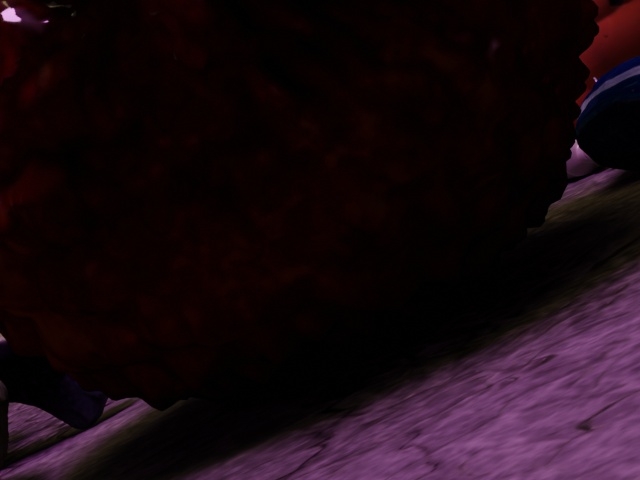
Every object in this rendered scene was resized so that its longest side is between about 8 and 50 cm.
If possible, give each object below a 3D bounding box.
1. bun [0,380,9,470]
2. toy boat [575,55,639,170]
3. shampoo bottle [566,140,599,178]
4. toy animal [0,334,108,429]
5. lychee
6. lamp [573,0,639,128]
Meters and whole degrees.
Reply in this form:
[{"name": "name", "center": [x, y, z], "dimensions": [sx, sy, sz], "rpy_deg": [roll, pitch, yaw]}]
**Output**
[{"name": "bun", "center": [-0.284, 0.139, 1.145], "dimensions": [0.221, 0.108, 0.221], "rpy_deg": [-6, 5, 1]}, {"name": "toy boat", "center": [0.300, -0.143, 1.258], "dimensions": [0.291, 0.067, 0.220], "rpy_deg": [-38, 16, -32]}, {"name": "shampoo bottle", "center": [0.179, -0.061, 1.389], "dimensions": [0.049, 0.034, 0.141], "rpy_deg": [-20, 3, -19]}, {"name": "toy animal", "center": [-0.286, 0.092, 1.347], "dimensions": [0.298, 0.185, 0.122], "rpy_deg": [-7, 57, 32]}, {"name": "lychee", "center": [-0.066, -0.114, 1.051], "dimensions": [0.424, 0.425, 0.500], "rpy_deg": [-24, -21, 24]}, {"name": "lamp", "center": [0.190, -0.162, 1.550], "dimensions": [0.187, 0.188, 0.164], "rpy_deg": [-21, 9, 45]}]
